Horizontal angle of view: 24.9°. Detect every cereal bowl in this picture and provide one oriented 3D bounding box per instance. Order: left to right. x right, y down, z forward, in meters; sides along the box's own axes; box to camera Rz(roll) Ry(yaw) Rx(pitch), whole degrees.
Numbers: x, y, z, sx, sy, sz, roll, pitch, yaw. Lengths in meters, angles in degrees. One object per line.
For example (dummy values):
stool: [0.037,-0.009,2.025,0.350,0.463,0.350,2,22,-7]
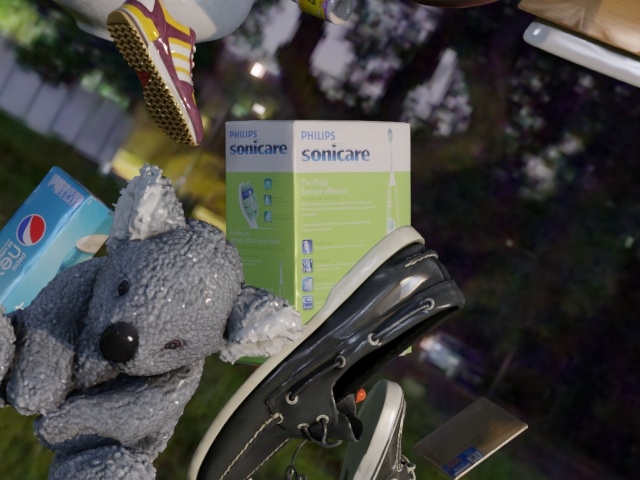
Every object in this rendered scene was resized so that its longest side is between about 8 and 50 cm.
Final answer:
cereal bowl: [-0.266,-0.367,2.147,0.339,0.141,0.339,13,15,-4]

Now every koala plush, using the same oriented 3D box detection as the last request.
koala plush: [-0.133,0.060,1.074,0.196,0.221,0.203,46,33,3]

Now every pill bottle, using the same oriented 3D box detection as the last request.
pill bottle: [-0.001,-0.299,1.801,0.083,0.043,0.043,28,1,38]

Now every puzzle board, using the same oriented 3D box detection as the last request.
puzzle board: [0.198,0.263,1.925,0.096,0.128,0.011,31,-32,51]

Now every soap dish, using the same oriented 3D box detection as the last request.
soap dish: [0.389,-0.232,1.659,0.291,0.118,0.229,25,13,17]

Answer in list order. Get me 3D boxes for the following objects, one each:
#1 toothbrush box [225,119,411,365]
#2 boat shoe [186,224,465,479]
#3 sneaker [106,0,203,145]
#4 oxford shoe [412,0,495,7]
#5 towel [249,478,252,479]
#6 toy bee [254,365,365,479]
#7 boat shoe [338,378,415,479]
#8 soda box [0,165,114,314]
toothbrush box: [0.000,0.000,1.718,0.122,0.283,0.206,4,6,43]
boat shoe: [0.011,0.145,1.430,0.113,0.340,0.127,43,1,17]
sneaker: [-0.164,-0.196,1.636,0.070,0.084,0.185,10,-47,46]
oxford shoe: [0.048,-0.289,1.214,0.130,0.123,0.348,27,4,-41]
towel: [-0.144,0.358,1.908,0.023,0.152,0.113,22,-33,36]
toy bee: [-0.023,0.227,2.236,0.162,0.298,0.195,-16,13,-24]
boat shoe: [0.063,0.250,1.558,0.070,0.219,0.078,11,21,-11]
soda box: [-0.309,0.030,1.533,0.067,0.210,0.071,38,-3,31]
